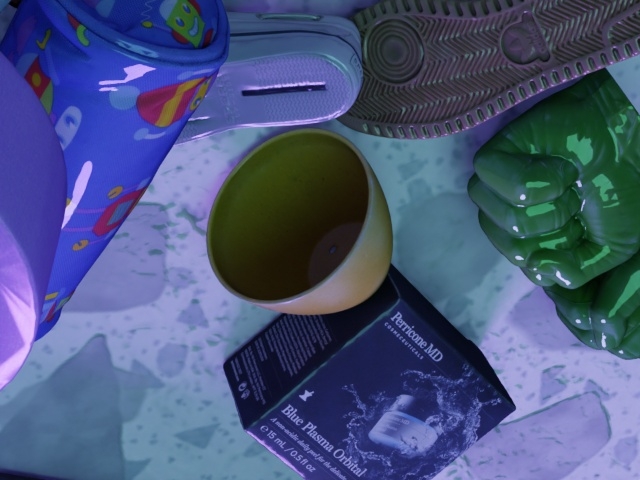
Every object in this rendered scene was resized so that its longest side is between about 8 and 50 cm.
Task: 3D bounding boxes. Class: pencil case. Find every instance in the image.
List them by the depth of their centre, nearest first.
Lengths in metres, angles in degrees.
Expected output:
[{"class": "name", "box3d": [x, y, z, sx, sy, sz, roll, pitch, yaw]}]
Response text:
[{"class": "pencil case", "box3d": [-0.171, -0.060, 0.866, 0.133, 0.119, 0.306, 39, 127, 2]}]

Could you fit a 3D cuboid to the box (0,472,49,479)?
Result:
[{"class": "box", "box3d": [-0.186, 0.398, 1.183, 0.318, 0.097, 0.395, 13, 115, -23]}]

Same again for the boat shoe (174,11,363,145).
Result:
[{"class": "boat shoe", "box3d": [-0.081, -0.112, 0.933, 0.226, 0.076, 0.083, 2, 126, 9]}]

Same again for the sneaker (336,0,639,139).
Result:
[{"class": "sneaker", "box3d": [0.141, -0.150, 0.958, 0.282, 0.153, 0.099, -14, 102, 30]}]

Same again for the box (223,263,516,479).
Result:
[{"class": "box", "box3d": [0.037, 0.114, 1.082, 0.158, 0.093, 0.156, -42, 121, 9]}]

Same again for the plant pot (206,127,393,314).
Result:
[{"class": "plant pot", "box3d": [0.000, 0.000, 0.997, 0.134, 0.134, 0.095, -40, 142, 9]}]

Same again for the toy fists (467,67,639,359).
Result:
[{"class": "toy fists", "box3d": [0.217, -0.001, 1.050, 0.142, 0.096, 0.279, -35, 132, 13]}]

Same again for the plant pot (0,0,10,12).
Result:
[{"class": "plant pot", "box3d": [-0.199, -0.297, 0.667, 0.252, 0.247, 0.248, -49, 159, -21]}]

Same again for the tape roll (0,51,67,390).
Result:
[{"class": "tape roll", "box3d": [-0.270, -0.015, 0.694, 0.275, 0.090, 0.274, 2, 138, 2]}]

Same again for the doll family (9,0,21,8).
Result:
[{"class": "doll family", "box3d": [-0.198, -0.198, 0.850, 0.111, 0.076, 0.193, 34, 112, -8]}]
